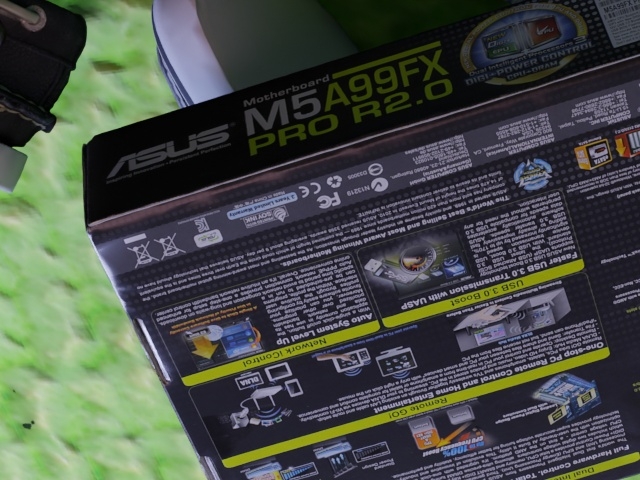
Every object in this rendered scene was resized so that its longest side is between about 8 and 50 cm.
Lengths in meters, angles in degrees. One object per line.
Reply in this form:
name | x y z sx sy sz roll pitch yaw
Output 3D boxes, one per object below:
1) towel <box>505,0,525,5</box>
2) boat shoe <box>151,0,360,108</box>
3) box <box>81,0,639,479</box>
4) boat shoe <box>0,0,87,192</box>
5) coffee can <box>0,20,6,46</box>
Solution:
towel | 0.187 -0.133 0.769 0.336 0.040 0.243 34 130 -12
boat shoe | 0.000 0.000 0.904 0.102 0.108 0.301 -20 128 29
box | 0.066 0.017 0.807 0.270 0.060 0.216 -17 129 6
boat shoe | -0.249 -0.128 0.884 0.303 0.091 0.114 29 176 -8
coffee can | -0.266 -0.153 0.723 0.201 0.201 0.275 -25 92 33
